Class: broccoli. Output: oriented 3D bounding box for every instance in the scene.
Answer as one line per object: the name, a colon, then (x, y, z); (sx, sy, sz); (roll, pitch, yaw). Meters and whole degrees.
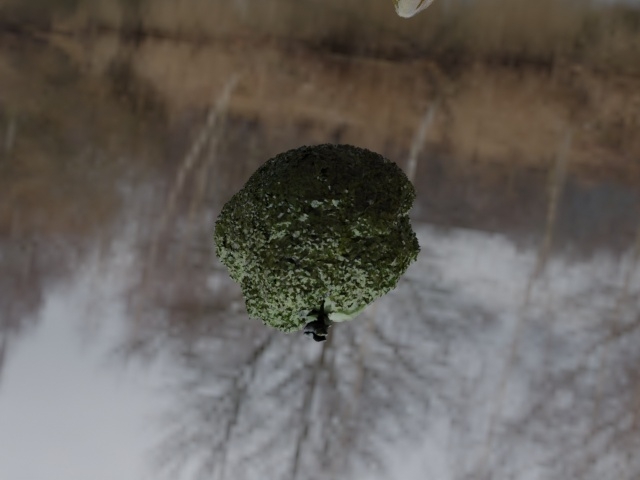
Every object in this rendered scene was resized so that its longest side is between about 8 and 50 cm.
broccoli: (0.000, 0.000, 1.095); (0.131, 0.130, 0.120); (25, 153, 33)

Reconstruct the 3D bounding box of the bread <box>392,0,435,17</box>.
bread: (0.073, -0.182, 0.564); (0.088, 0.233, 0.161); (40, -126, 16)
